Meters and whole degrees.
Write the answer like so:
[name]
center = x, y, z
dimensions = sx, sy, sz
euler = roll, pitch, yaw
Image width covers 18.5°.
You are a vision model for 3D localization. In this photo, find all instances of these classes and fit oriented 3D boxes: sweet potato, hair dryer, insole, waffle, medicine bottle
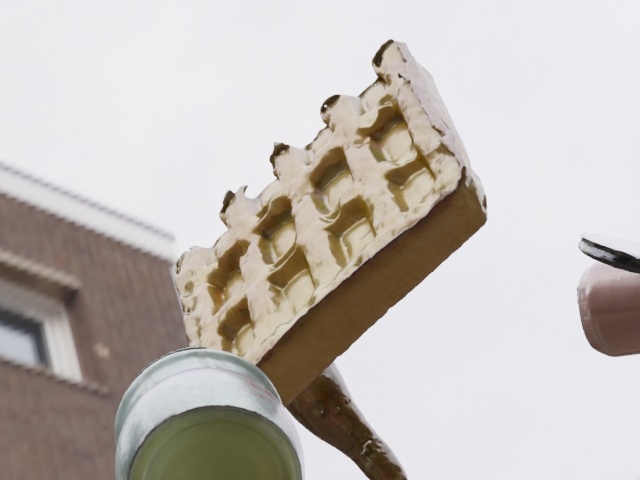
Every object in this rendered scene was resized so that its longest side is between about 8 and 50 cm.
[sweet potato]
center = -0.006, 0.145, 2.092
dimensions = 0.079, 0.346, 0.108
euler = -48, -49, 10
[hair dryer]
center = 0.399, -0.008, 2.116
dimensions = 0.189, 0.344, 0.107
euler = -10, -59, 26
[insole]
center = 0.235, 0.020, 1.148
dimensions = 0.309, 0.110, 0.012
euler = 6, -80, -63
[waffle]
center = 0.000, -0.001, 1.838
dimensions = 0.348, 0.304, 0.077
euler = -43, -62, 16
[medicine bottle]
center = -0.089, 0.170, 1.551
dimensions = 0.147, 0.143, 0.147
euler = -2, -75, -7
